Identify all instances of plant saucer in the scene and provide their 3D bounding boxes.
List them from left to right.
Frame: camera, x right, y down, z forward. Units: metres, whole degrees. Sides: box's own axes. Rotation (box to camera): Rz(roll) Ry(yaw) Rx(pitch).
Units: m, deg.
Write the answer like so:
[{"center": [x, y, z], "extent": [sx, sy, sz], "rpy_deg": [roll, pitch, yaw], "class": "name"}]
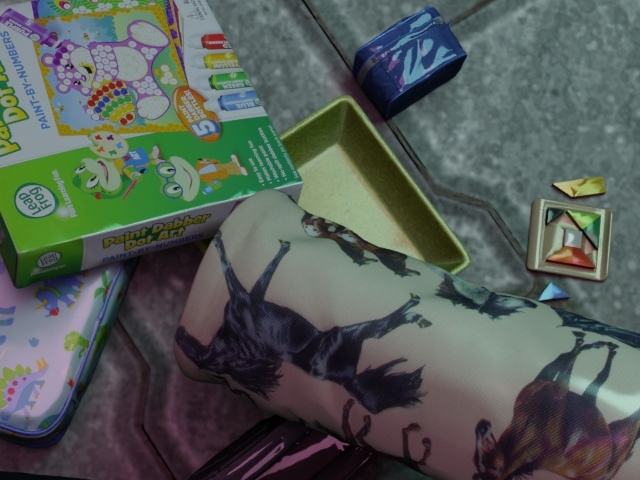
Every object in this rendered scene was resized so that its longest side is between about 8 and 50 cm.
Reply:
[{"center": [0.000, 0.000, 1.339], "extent": [0.188, 0.045, 0.188], "rpy_deg": [-34, 80, -13], "class": "plant saucer"}]

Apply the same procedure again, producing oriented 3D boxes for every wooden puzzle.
[{"center": [0.222, -0.003, 1.374], "extent": [0.079, 0.014, 0.116], "rpy_deg": [2, 75, -4], "class": "wooden puzzle"}]

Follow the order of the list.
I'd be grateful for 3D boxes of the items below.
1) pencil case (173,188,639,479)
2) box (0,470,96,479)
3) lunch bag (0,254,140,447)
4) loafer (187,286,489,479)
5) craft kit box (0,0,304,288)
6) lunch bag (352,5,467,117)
[{"center": [0.089, 0.089, 1.134], "extent": [0.410, 0.183, 0.160], "rpy_deg": [20, 109, 23], "class": "pencil case"}, {"center": [-0.097, 0.415, 1.062], "extent": [0.472, 0.297, 0.479], "rpy_deg": [7, 84, -5], "class": "box"}, {"center": [-0.258, 0.047, 1.281], "extent": [0.176, 0.090, 0.219], "rpy_deg": [19, 74, -1], "class": "lunch bag"}, {"center": [0.032, 0.154, 1.282], "extent": [0.302, 0.109, 0.095], "rpy_deg": [-34, 96, -6], "class": "loafer"}, {"center": [-0.176, -0.100, 1.284], "extent": [0.247, 0.061, 0.250], "rpy_deg": [-17, 60, -22], "class": "craft kit box"}, {"center": [0.079, -0.164, 1.377], "extent": [0.098, 0.067, 0.065], "rpy_deg": [-33, 81, -13], "class": "lunch bag"}]
